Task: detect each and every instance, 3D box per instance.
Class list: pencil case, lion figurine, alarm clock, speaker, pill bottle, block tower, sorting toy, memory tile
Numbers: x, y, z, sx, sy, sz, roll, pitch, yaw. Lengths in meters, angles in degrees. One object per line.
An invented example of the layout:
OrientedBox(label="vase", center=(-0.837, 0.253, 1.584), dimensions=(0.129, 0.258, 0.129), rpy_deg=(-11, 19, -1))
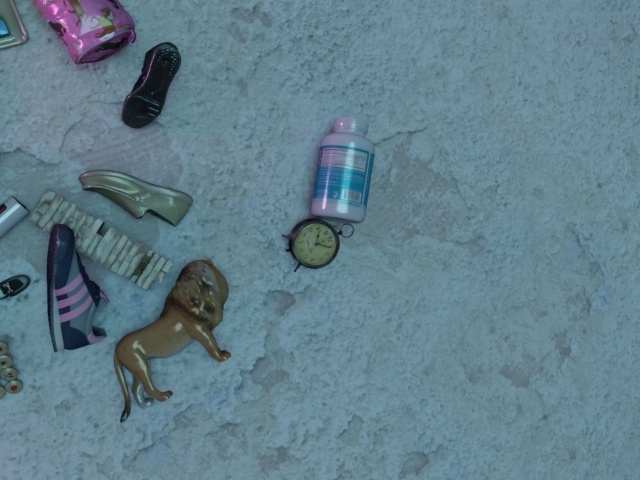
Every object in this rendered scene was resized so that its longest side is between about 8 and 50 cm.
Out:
OrientedBox(label="pencil case", center=(-0.580, -0.596, 1.399), dimensions=(0.160, 0.167, 0.386), rpy_deg=(-41, 104, -50))
OrientedBox(label="lion figurine", center=(-0.370, 0.234, 1.473), dimensions=(0.392, 0.142, 0.240), rpy_deg=(-34, 93, -11))
OrientedBox(label="alarm clock", center=(0.000, 0.000, 1.624), dimensions=(0.192, 0.064, 0.129), rpy_deg=(-20, 106, -9))
OrientedBox(label="speaker", center=(-0.733, -0.038, 1.396), dimensions=(0.136, 0.055, 0.055), rpy_deg=(-45, 103, -13))
OrientedBox(label="pill bottle", center=(0.063, -0.184, 1.611), dimensions=(0.146, 0.146, 0.264), rpy_deg=(10, 86, -18))
OrientedBox(label="block tower", center=(-0.518, 0.003, 1.447), dimensions=(0.335, 0.097, 0.091), rpy_deg=(33, 79, -14))
OrientedBox(label="sorting toy", center=(-0.801, -0.516, 1.385), dimensions=(0.208, 0.038, 0.193), rpy_deg=(-23, 97, -17))
OrientedBox(label="memory tile", center=(-0.748, 0.300, 1.383), dimensions=(0.113, 0.012, 0.148), rpy_deg=(-15, 117, -18))

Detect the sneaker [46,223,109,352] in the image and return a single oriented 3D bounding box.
OrientedBox(label="sneaker", center=(-0.550, 0.104, 1.396), dimensions=(0.131, 0.112, 0.319), rpy_deg=(-4, 120, -27))

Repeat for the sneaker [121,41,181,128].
OrientedBox(label="sneaker", center=(-0.410, -0.383, 1.497), dimensions=(0.087, 0.130, 0.227), rpy_deg=(24, 110, -21))

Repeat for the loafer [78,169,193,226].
OrientedBox(label="loafer", center=(-0.443, -0.099, 1.467), dimensions=(0.269, 0.102, 0.092), rpy_deg=(14, 80, -18))

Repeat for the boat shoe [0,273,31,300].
OrientedBox(label="boat shoe", center=(-0.729, 0.114, 1.405), dimensions=(0.125, 0.038, 0.046), rpy_deg=(-22, 97, -17))
